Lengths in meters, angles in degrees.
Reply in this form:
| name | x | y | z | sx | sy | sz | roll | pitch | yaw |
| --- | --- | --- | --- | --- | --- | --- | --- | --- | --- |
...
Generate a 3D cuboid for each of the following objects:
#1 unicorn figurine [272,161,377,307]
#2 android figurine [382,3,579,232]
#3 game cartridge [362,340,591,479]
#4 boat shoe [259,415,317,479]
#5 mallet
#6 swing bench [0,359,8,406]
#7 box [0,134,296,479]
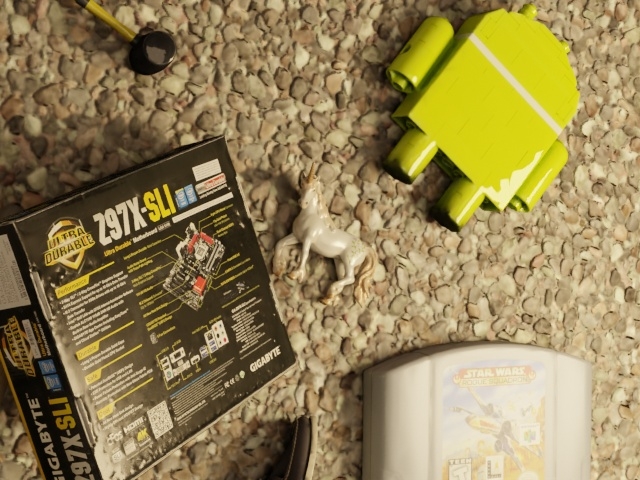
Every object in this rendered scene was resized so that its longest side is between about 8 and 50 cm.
| name | x | y | z | sx | sy | sz | roll | pitch | yaw |
| --- | --- | --- | --- | --- | --- | --- | --- | --- | --- |
| unicorn figurine | 0.000 | 0.000 | 1.481 | 0.162 | 0.060 | 0.111 | 37 | 74 | -39 |
| android figurine | 0.191 | -0.151 | 1.569 | 0.248 | 0.056 | 0.273 | 42 | 74 | -21 |
| game cartridge | 0.187 | 0.215 | 1.576 | 0.297 | 0.062 | 0.198 | 0 | 95 | -27 |
| boat shoe | -0.051 | 0.279 | 1.445 | 0.065 | 0.075 | 0.206 | 16 | 76 | -2 |
| mallet | -0.230 | -0.231 | 1.374 | 0.190 | 0.062 | 0.039 | 35 | 74 | -8 |
| swing bench | -0.409 | 0.119 | 1.205 | 0.253 | 0.165 | 0.254 | 34 | 50 | -22 |
| box | -0.167 | 0.062 | 1.301 | 0.322 | 0.079 | 0.257 | -31 | 105 | -54 |
